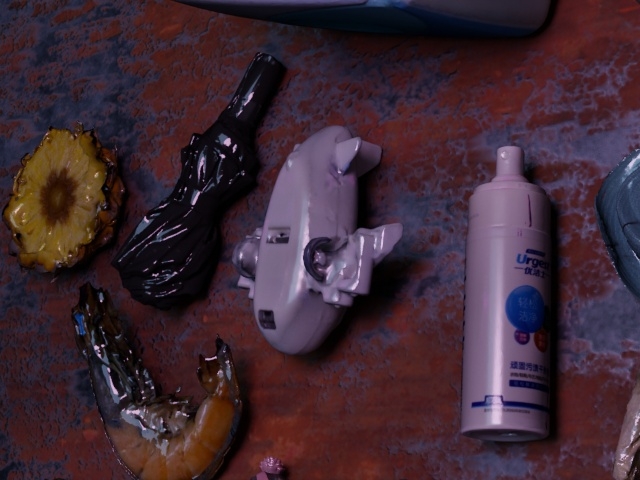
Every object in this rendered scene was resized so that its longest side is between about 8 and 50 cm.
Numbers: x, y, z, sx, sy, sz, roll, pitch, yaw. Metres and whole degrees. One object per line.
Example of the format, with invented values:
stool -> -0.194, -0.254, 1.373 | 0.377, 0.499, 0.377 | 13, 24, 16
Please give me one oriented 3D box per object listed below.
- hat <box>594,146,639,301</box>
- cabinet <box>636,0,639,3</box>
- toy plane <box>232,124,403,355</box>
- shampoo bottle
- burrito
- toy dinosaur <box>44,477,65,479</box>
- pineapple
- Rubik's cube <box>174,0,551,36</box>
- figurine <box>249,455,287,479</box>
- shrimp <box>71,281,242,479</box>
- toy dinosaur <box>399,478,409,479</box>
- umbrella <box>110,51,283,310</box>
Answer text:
hat -> 0.337, -0.026, 1.506 | 0.138, 0.078, 0.190 | -24, 62, 26
cabinet -> 0.396, -0.252, 1.453 | 0.150, 0.206, 0.145 | 39, 100, 38
toy plane -> -0.005, -0.001, 1.725 | 0.267, 0.123, 0.266 | -31, 50, 46
shampoo bottle -> 0.193, 0.051, 1.581 | 0.092, 0.092, 0.303 | -7, 71, 35
burrito -> 0.316, 0.158, 1.480 | 0.042, 0.051, 0.171 | 15, 85, 32
toy dinosaur -> -0.386, 0.315, 1.974 | 0.187, 0.087, 0.179 | -1, 37, 21
pineapple -> -0.326, -0.049, 2.008 | 0.225, 0.076, 0.224 | -14, 68, 36
Rubik's cube -> 0.045, -0.401, 1.637 | 0.352, 0.347, 0.352 | 5, 94, 37
figurine -> -0.081, 0.302, 1.732 | 0.129, 0.054, 0.072 | -41, 40, 28
shrimp -> -0.193, 0.154, 1.812 | 0.222, 0.054, 0.290 | -38, 73, 34
toy dinosaur -> 0.002, 0.463, 1.592 | 0.383, 0.129, 0.330 | -39, 44, 37
umbrella -> -0.137, -0.073, 1.871 | 0.118, 0.118, 0.340 | 23, 84, 39
